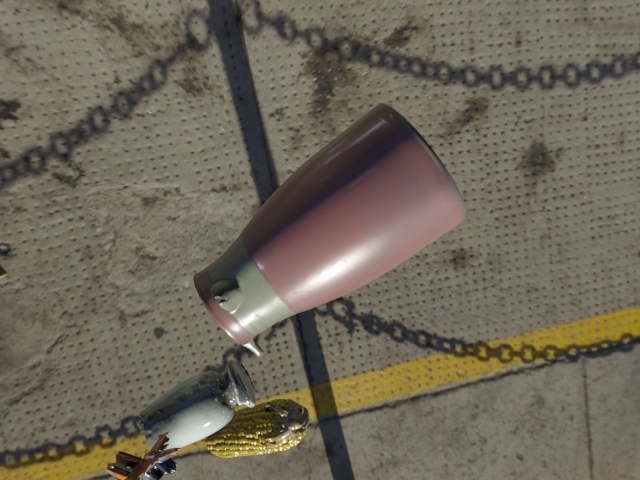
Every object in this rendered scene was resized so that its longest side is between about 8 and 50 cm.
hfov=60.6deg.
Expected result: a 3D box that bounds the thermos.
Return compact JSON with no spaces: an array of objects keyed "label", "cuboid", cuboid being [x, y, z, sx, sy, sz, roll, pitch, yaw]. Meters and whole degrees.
[{"label":"thermos","cuboid":[0.000,0.000,0.573,0.265,0.176,0.145,-37,76,3]}]

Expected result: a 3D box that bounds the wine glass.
[{"label":"wine glass","cuboid":[-0.226,0.307,1.010,0.205,0.111,0.111,-27,103,-3]}]

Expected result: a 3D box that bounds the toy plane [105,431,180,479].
[{"label":"toy plane","cuboid":[-0.236,0.319,0.767,0.188,0.135,0.062,-25,112,36]}]

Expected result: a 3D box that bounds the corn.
[{"label":"corn","cuboid":[-0.141,0.390,1.116,0.293,0.106,0.106,-30,108,38]}]

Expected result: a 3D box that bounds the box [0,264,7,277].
[{"label":"box","cuboid":[-0.532,0.033,0.823,0.022,0.156,0.089,-38,100,-7]}]
